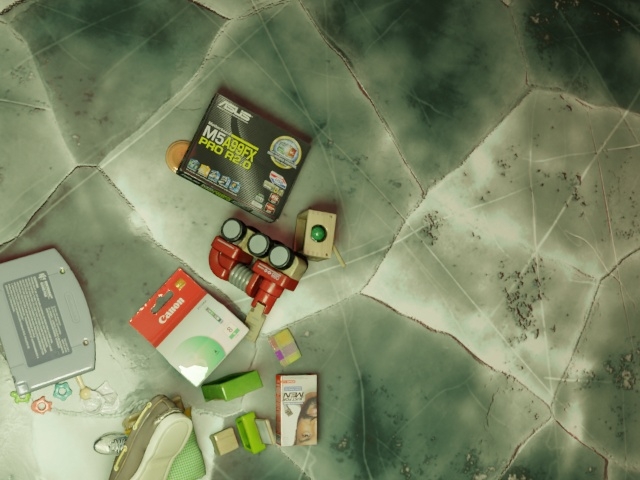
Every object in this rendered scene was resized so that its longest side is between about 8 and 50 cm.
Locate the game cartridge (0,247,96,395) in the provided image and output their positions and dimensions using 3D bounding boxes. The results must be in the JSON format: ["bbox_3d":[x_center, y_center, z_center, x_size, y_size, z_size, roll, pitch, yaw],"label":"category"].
[{"bbox_3d":[-0.611,0.173,1.802,0.196,0.060,0.294,-18,76,-15],"label":"game cartridge"}]

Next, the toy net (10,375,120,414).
[{"bbox_3d":[-0.566,0.347,1.831,0.232,0.045,0.122,25,77,-14],"label":"toy net"}]

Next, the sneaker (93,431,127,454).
[{"bbox_3d":[-0.445,0.461,1.850,0.135,0.058,0.052,-1,84,-17],"label":"sneaker"}]

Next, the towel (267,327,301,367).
[{"bbox_3d":[-0.088,0.263,2.007,0.060,0.009,0.083,-30,94,-19],"label":"towel"}]

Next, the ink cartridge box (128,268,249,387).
[{"bbox_3d":[-0.306,0.200,1.898,0.224,0.056,0.181,43,79,-1],"label":"ink cartridge box"}]

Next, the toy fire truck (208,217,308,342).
[{"bbox_3d":[-0.169,0.103,1.929,0.217,0.158,0.246,28,89,23],"label":"toy fire truck"}]

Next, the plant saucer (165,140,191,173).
[{"bbox_3d":[-0.333,-0.200,1.978,0.083,0.013,0.084,2,83,-17],"label":"plant saucer"}]

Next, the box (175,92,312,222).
[{"bbox_3d":[-0.185,-0.198,1.991,0.270,0.060,0.216,28,77,-16],"label":"box"}]

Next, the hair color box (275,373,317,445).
[{"bbox_3d":[-0.059,0.409,1.979,0.093,0.053,0.167,1,85,-18],"label":"hair color box"}]

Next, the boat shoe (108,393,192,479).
[{"bbox_3d":[-0.388,0.480,1.744,0.116,0.096,0.324,13,112,-51],"label":"boat shoe"}]

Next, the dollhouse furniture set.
[{"bbox_3d":[-0.268,0.437,1.828,0.301,0.151,0.198,-18,89,-30],"label":"dollhouse furniture set"}]

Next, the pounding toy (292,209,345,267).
[{"bbox_3d":[0.000,0.000,1.993,0.100,0.141,0.130,9,82,-17],"label":"pounding toy"}]
